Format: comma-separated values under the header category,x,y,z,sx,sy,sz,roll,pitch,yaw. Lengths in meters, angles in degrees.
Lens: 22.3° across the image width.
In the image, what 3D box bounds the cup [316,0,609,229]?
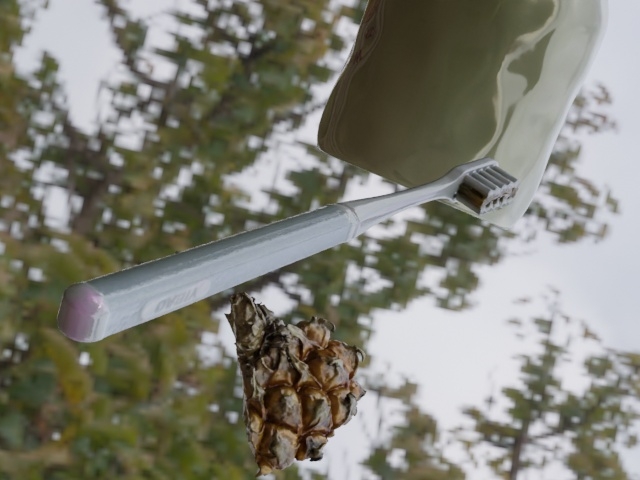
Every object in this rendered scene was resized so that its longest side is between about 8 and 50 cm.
category,x,y,z,sx,sy,sz,roll,pitch,yaw
cup,0.133,-0.121,1.234,0.173,0.255,0.202,25,-87,41

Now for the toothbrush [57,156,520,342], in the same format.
category,x,y,z,sx,sy,sz,roll,pitch,yaw
toothbrush,-0.002,-0.001,0.821,0.030,0.342,0.025,35,-59,29

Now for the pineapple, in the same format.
category,x,y,z,sx,sy,sz,roll,pitch,yaw
pineapple,-0.032,0.079,1.028,0.077,0.114,0.114,-6,-65,49
